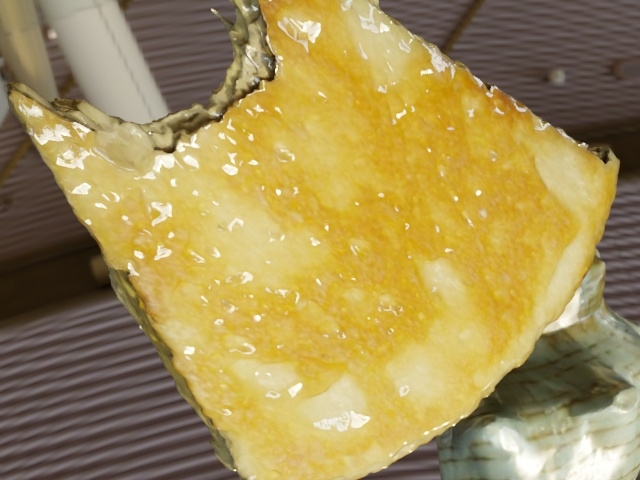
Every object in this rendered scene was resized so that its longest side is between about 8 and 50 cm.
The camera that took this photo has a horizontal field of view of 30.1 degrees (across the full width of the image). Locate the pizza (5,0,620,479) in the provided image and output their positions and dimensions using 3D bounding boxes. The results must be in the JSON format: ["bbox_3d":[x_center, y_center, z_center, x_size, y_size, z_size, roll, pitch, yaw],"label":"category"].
[{"bbox_3d":[0.000,0.000,0.401,0.181,0.262,0.034,-54,-135,3],"label":"pizza"}]

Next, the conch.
[{"bbox_3d":[0.163,0.126,0.835,0.203,0.386,0.170,-4,167,-41],"label":"conch"}]
